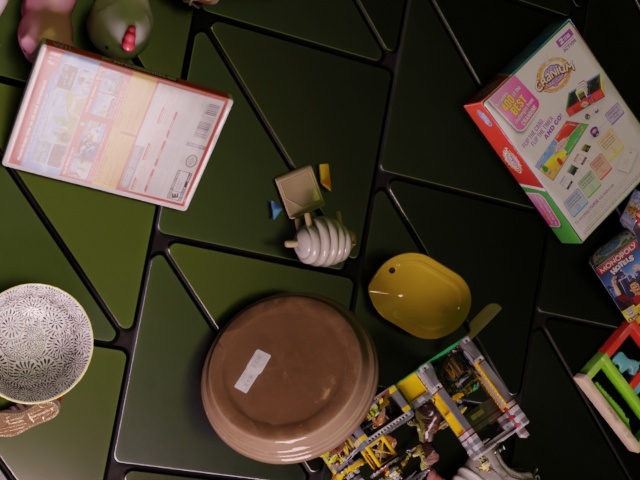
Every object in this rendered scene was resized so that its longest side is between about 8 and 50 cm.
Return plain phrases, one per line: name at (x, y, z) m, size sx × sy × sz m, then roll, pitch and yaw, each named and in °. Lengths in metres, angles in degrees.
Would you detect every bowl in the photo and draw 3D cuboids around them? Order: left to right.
bowl at (-0.418, 0.144, 1.654) m, size 0.170 × 0.080 × 0.170 m, roll 0°, pitch 91°, yaw -24°

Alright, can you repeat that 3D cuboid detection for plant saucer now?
plant saucer at (-0.051, 0.198, 1.739) m, size 0.278 × 0.041 × 0.278 m, roll -6°, pitch 61°, yaw 10°

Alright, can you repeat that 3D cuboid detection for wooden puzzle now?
wooden puzzle at (-0.032, -0.079, 1.860) m, size 0.116 × 0.014 × 0.078 m, roll -16°, pitch 92°, yaw -23°

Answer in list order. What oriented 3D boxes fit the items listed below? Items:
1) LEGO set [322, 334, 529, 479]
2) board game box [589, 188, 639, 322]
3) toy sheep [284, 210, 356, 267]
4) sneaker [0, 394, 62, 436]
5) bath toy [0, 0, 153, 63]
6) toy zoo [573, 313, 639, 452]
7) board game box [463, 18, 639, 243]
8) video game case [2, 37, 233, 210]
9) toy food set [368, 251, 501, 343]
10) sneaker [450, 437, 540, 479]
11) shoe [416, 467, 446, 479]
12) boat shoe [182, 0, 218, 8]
LEGO set at (0.169, 0.315, 1.810) m, size 0.331 × 0.255 × 0.192 m, roll -28°, pitch 75°, yaw -28°
board game box at (0.580, 0.015, 2.078) m, size 0.194 × 0.060 × 0.194 m, roll -35°, pitch 112°, yaw 3°
toy sheep at (0.000, 0.000, 1.836) m, size 0.132 × 0.091 × 0.091 m, roll -4°, pitch 92°, yaw -28°
sneaker at (-0.427, 0.243, 1.676) m, size 0.118 × 0.067 × 0.042 m, roll -18°, pitch 113°, yaw 9°
bath toy at (-0.404, -0.314, 1.635) m, size 0.348 × 0.129 × 0.151 m, roll 7°, pitch 121°, yaw -23°
toy zoo at (0.617, 0.222, 2.135) m, size 0.293 × 0.030 × 0.192 m, roll -45°, pitch 106°, yaw -18°
board game box at (0.433, -0.191, 2.034) m, size 0.242 × 0.064 × 0.316 m, roll -43°, pitch 106°, yaw -18°
video game case at (-0.294, -0.162, 1.678) m, size 0.285 × 0.025 × 0.204 m, roll 14°, pitch 120°, yaw -23°
toy food set at (0.177, 0.092, 1.929) m, size 0.218 × 0.071 × 0.128 m, roll 32°, pitch 102°, yaw -18°
sneaker at (0.360, 0.448, 1.982) m, size 0.281 × 0.105 × 0.115 m, roll 38°, pitch 76°, yaw -18°
shoe at (0.155, 0.465, 1.920) m, size 0.081 × 0.063 × 0.178 m, roll 44°, pitch 78°, yaw -4°
boat shoe at (-0.180, -0.412, 1.738) m, size 0.324 × 0.123 × 0.116 m, roll -10°, pitch 96°, yaw -22°
